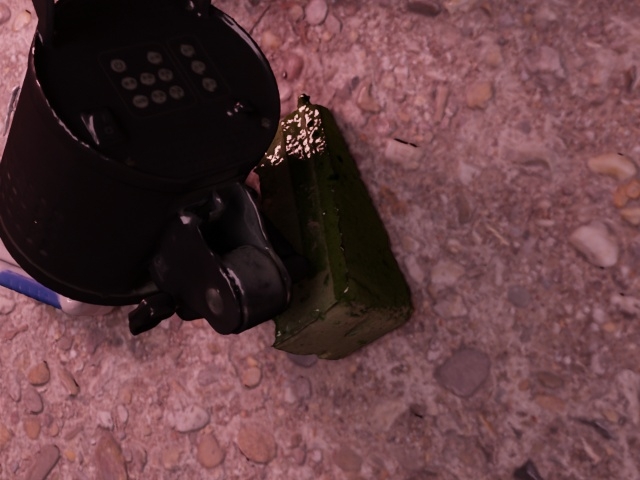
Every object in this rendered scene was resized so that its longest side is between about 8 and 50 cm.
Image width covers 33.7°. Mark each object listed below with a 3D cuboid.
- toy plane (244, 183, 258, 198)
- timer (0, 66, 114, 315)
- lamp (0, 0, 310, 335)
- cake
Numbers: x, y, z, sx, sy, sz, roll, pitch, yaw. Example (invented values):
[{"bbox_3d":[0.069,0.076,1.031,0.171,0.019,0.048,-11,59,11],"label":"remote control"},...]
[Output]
[{"bbox_3d":[-0.092,-0.045,1.028,0.078,0.031,0.083,-31,73,42],"label":"toy plane"},{"bbox_3d":[-0.272,-0.058,1.118,0.178,0.078,0.253,15,96,34],"label":"timer"},{"bbox_3d":[-0.173,-0.083,0.915,0.272,0.205,0.374,-23,89,53],"label":"lamp"},{"bbox_3d":[0.005,-0.010,0.962,0.100,0.099,0.235,-33,50,30],"label":"cake"}]
